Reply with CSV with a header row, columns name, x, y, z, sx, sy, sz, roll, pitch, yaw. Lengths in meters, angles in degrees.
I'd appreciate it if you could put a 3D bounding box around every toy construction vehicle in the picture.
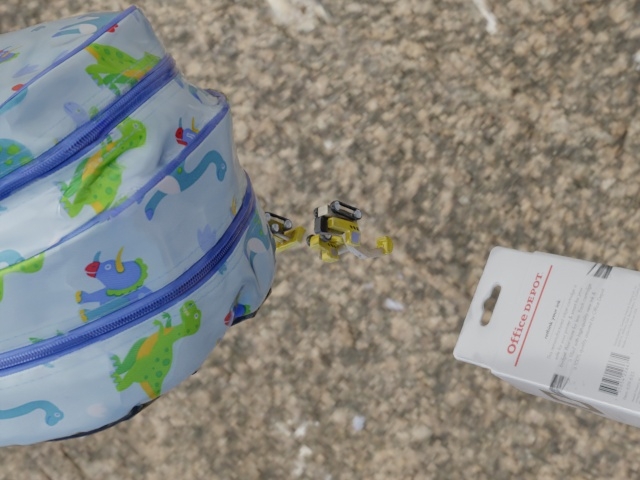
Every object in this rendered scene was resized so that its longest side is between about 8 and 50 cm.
name,x,y,z,sx,sy,sz,roll,pitch,yaw
toy construction vehicle,0.000,0.000,0.875,0.086,0.098,0.035,-18,62,41

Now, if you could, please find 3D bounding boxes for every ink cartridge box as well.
name,x,y,z,sx,sy,sz,roll,pitch,yaw
ink cartridge box,0.202,0.073,0.798,0.180,0.104,0.060,14,167,42

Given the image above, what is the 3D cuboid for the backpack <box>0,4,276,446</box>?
name,x,y,z,sx,sy,sz,roll,pitch,yaw
backpack,-0.203,0.000,0.626,0.355,0.290,0.273,11,122,24
